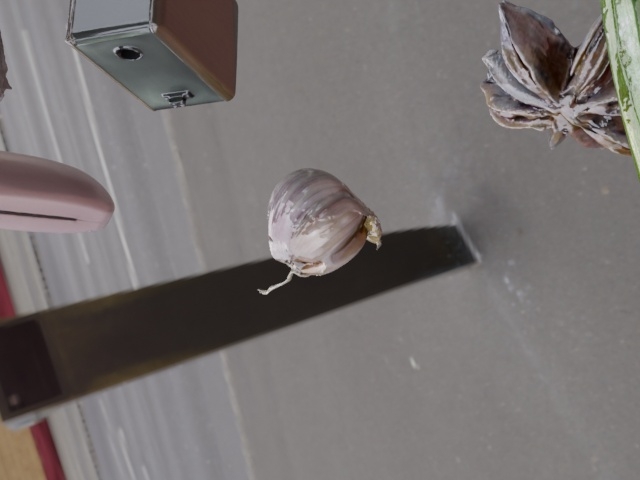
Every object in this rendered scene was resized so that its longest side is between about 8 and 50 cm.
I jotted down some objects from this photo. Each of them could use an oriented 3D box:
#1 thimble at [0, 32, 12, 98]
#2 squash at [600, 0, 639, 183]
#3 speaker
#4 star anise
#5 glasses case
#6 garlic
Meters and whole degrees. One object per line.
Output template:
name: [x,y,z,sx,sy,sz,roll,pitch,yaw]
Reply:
thimble: [-0.313,-0.157,0.743,0.118,0.127,0.151,-150,42,-72]
squash: [0.271,-0.118,0.770,0.066,0.066,0.229,165,93,-68]
speaker: [-0.234,-0.312,1.382,0.231,0.153,0.193,40,-131,-63]
star anise: [0.256,-0.162,0.990,0.229,0.093,0.236,44,151,-24]
glasses case: [-0.398,-0.065,1.244,0.113,0.296,0.075,45,114,32]
garlic: [0.000,0.000,1.604,0.207,0.207,0.257,54,138,38]
